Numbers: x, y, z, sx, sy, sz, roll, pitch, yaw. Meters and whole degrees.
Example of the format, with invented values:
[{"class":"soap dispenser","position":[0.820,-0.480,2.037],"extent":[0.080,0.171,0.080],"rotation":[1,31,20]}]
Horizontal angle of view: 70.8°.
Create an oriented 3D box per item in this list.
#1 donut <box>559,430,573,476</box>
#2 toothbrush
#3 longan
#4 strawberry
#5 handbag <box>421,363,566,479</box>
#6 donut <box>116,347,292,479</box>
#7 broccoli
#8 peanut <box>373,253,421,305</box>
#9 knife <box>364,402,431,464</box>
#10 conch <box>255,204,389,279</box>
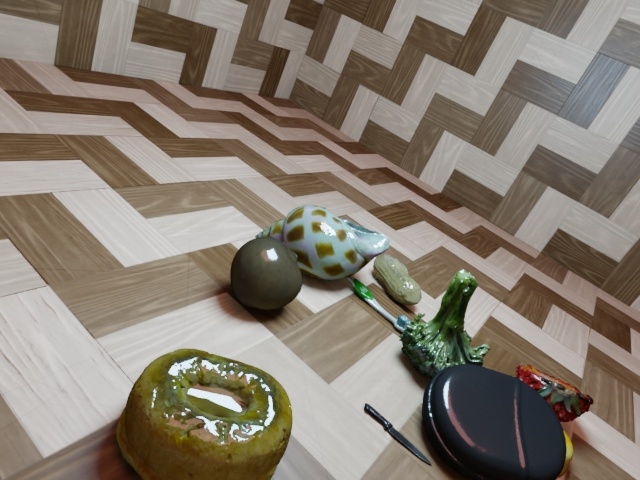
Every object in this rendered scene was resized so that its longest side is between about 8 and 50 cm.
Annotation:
[{"class":"donut","position":[0.522,0.468,1.054],"extent":[0.151,0.058,0.152],"rotation":[21,23,-9]},{"class":"toothbrush","position":[0.116,0.145,1.335],"extent":[0.042,0.040,0.417],"rotation":[-14,41,-44]},{"class":"longan","position":[-0.130,0.082,1.071],"extent":[0.189,0.189,0.189],"rotation":[20,26,-10]},{"class":"strawberry","position":[0.594,0.412,1.191],"extent":[0.190,0.111,0.236],"rotation":[22,0,17]},{"class":"handbag","position":[0.365,0.390,0.948],"extent":[0.307,0.093,0.254],"rotation":[19,42,-2]},{"class":"donut","position":[-0.171,0.280,0.699],"extent":[0.261,0.128,0.209],"rotation":[17,27,-14]},{"class":"broccoli","position":[0.329,0.227,1.091],"extent":[0.198,0.275,0.177],"rotation":[43,27,11]},{"class":"peanut","position":[0.242,0.125,1.417],"extent":[0.098,0.090,0.214],"rotation":[19,27,-37]},{"class":"knife","position":[0.155,0.393,0.916],"extent":[0.170,0.010,0.023],"rotation":[37,27,20]},{"class":"conch","position":[0.001,0.000,1.311],"extent":[0.367,0.197,0.249],"rotation":[28,21,10]}]
